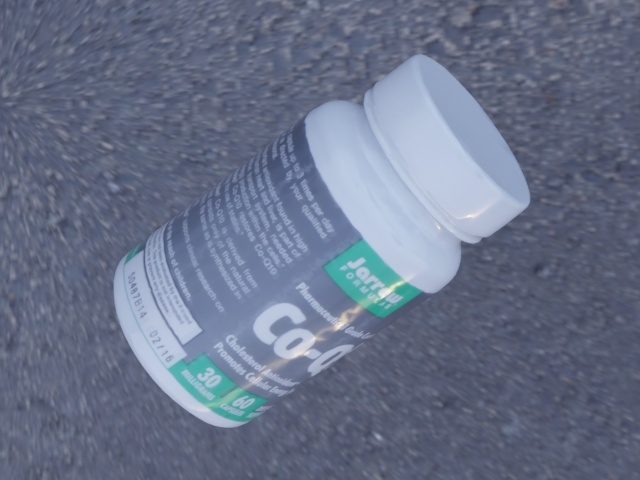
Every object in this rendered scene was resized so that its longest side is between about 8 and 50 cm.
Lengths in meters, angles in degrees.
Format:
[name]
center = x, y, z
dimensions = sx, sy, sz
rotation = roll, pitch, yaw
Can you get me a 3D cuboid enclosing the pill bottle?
[pill bottle]
center = 0.000, 0.000, 1.450
dimensions = 0.361, 0.204, 0.204
rotation = -37, 102, 19
